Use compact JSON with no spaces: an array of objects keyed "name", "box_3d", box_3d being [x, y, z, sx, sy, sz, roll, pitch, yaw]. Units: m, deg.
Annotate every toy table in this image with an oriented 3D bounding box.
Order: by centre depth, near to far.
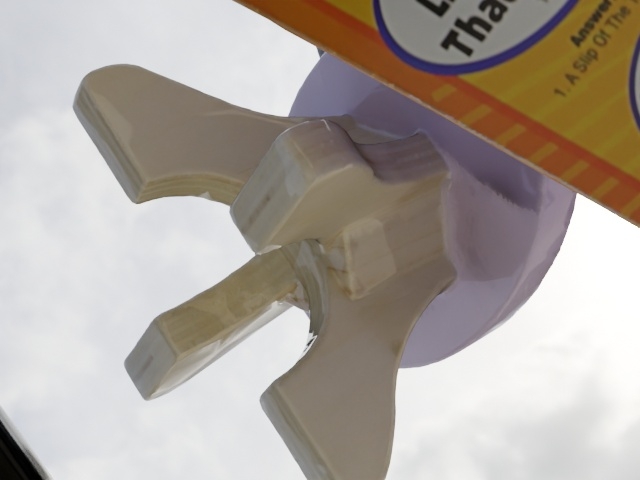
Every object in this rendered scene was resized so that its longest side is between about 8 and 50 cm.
[{"name":"toy table","box_3d":[0.000,0.000,0.672,0.160,0.252,0.274,-25,-27,-34]}]

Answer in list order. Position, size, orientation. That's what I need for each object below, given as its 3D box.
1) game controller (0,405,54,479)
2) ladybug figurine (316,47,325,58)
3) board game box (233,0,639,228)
[{"name":"game controller","box_3d":[-0.244,0.088,0.652,0.067,0.319,0.166,-17,-30,-54]},{"name":"ladybug figurine","box_3d":[0.070,-0.223,1.103,0.161,0.449,0.305,-17,-12,11]},{"name":"board game box","box_3d":[0.215,-0.205,0.436,0.356,0.356,0.356,28,-60,-14]}]
